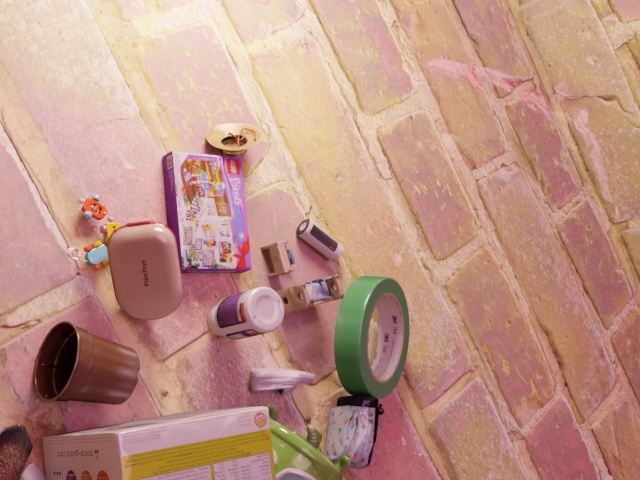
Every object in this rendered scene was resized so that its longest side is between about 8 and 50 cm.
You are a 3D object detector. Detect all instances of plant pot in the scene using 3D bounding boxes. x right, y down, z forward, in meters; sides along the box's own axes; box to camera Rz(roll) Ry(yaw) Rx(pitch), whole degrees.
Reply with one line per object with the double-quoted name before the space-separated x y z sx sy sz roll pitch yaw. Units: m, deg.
"plant pot" -0.477 0.266 1.727 0.165 0.167 0.167 24 63 -41

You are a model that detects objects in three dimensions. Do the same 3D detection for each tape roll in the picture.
"tape roll" 0.142 0.256 2.212 0.321 0.077 0.321 -4 94 -61

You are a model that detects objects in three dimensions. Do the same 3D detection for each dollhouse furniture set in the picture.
"dollhouse furniture set" -0.045 0.083 2.151 0.129 0.129 0.183 -13 87 -41

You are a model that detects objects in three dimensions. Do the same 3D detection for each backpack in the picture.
"backpack" 0.080 0.494 2.148 0.115 0.152 0.182 16 71 -19

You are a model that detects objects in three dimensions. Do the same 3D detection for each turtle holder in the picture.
"turtle holder" -0.079 0.559 1.952 0.227 0.243 0.320 -54 150 -21

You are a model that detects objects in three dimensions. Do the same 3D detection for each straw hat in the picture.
"straw hat" -0.220 -0.243 2.138 0.144 0.144 0.061 -36 144 -40

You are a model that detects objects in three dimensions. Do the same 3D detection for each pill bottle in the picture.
"pill bottle" -0.183 0.177 1.967 0.108 0.193 0.108 13 70 -38

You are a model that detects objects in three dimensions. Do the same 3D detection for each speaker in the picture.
"speaker" 0.000 0.000 2.263 0.136 0.055 0.055 38 56 -26

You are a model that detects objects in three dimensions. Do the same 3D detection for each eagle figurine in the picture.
"eagle figurine" -0.579 0.463 1.486 0.226 0.298 0.225 47 52 -20

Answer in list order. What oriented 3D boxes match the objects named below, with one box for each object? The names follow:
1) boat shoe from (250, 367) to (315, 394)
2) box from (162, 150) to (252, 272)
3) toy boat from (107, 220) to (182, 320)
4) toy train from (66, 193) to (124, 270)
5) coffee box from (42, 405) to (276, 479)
"boat shoe" -0.094 0.355 2.082 0.184 0.066 0.063 8 87 -41
"box" -0.278 -0.066 2.046 0.201 0.057 0.293 2 76 -39
"toy boat" -0.389 0.060 1.872 0.151 0.151 0.231 -6 107 -6
"toy train" -0.505 -0.012 1.852 0.125 0.046 0.166 30 57 -29
"coffee box" -0.315 0.527 1.664 0.338 0.338 0.334 -1 79 -41
